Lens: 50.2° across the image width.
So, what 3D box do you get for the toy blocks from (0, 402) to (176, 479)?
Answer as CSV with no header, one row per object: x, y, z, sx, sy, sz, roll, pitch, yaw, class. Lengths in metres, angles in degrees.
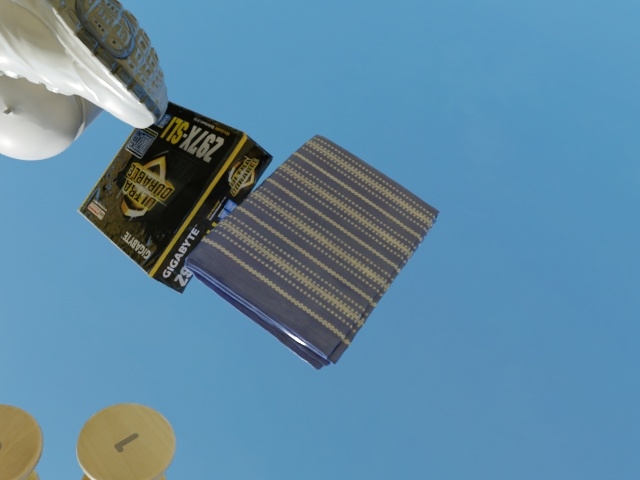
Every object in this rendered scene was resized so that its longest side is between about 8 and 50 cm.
-0.154,0.161,0.403,0.123,0.148,0.054,4,-140,-17,toy blocks

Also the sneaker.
-0.286,-0.211,0.680,0.297,0.129,0.111,39,-150,-16,sneaker

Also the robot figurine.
-0.462,-0.269,1.149,0.200,0.300,0.353,38,-141,-15,robot figurine

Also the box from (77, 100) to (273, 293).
-0.251,-0.090,1.130,0.322,0.079,0.257,30,-97,48,box

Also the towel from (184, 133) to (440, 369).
0.000,0.000,0.972,0.243,0.040,0.336,35,-127,9,towel
